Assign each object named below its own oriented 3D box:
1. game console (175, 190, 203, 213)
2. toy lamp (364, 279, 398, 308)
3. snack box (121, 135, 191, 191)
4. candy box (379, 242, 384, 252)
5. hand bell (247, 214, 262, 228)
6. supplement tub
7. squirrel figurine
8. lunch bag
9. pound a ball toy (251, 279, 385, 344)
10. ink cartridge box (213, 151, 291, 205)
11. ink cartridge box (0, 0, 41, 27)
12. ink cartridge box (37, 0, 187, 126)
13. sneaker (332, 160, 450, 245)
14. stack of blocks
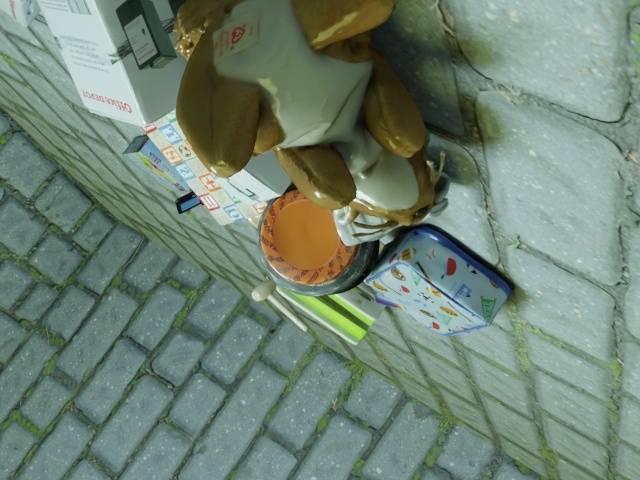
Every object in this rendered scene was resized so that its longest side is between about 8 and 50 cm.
[{"bbox_3d":[-0.357,-0.095,2.538,0.085,0.124,0.144,61,169,9],"label":"game console"},{"bbox_3d":[0.094,0.082,2.050,0.275,0.080,0.080,28,165,28],"label":"toy lamp"},{"bbox_3d":[-0.443,-0.212,2.366,0.174,0.070,0.207,40,168,-21],"label":"snack box"},{"bbox_3d":[0.057,0.003,1.925,0.109,0.053,0.187,38,168,-13],"label":"candy box"},{"bbox_3d":[-0.055,-0.098,1.808,0.126,0.126,0.242,41,153,-22],"label":"hand bell"},{"bbox_3d":[0.000,0.000,1.571,0.207,0.207,0.338,34,-179,7],"label":"supplement tub"},{"bbox_3d":[-0.005,-0.181,1.132,0.370,0.281,0.397,34,-174,-46],"label":"squirrel figurine"},{"bbox_3d":[0.230,0.091,1.685,0.243,0.115,0.303,34,166,-4],"label":"lunch bag"},{"bbox_3d":[0.000,0.147,2.307,0.319,0.135,0.208,34,131,4],"label":"pound a ball toy"},{"bbox_3d":[-0.092,-0.155,1.510,0.093,0.160,0.219,37,168,-13],"label":"ink cartridge box"},{"bbox_3d":[-0.649,-0.540,1.695,0.208,0.086,0.153,39,166,-10],"label":"ink cartridge box"},{"bbox_3d":[-0.329,-0.342,1.324,0.211,0.122,0.289,22,140,45],"label":"ink cartridge box"},{"bbox_3d":[0.135,-0.065,1.375,0.292,0.169,0.108,-42,-67,-72],"label":"sneaker"},{"bbox_3d":[-0.216,-0.180,1.730,0.171,0.087,0.297,-14,122,44],"label":"stack of blocks"}]
